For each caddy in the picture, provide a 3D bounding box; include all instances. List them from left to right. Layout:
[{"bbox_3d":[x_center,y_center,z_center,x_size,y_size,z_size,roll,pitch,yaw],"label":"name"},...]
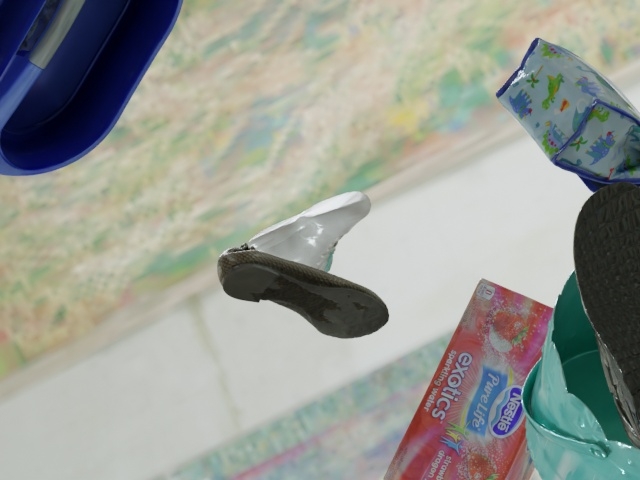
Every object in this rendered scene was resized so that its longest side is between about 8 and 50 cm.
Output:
[{"bbox_3d":[-0.293,-0.235,1.776,0.241,0.341,0.179,29,-178,-29],"label":"caddy"}]

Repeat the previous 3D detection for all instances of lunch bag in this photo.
[{"bbox_3d":[0.265,-0.115,1.663,0.151,0.096,0.129,16,-152,-37],"label":"lunch bag"}]

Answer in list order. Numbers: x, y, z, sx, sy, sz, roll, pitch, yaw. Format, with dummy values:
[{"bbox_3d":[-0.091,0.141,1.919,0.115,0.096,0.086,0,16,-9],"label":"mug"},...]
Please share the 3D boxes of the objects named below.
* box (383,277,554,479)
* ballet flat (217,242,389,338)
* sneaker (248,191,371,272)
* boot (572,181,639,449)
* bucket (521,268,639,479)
[{"bbox_3d":[0.223,0.225,2.224,0.154,0.300,0.142,24,168,21],"label":"box"},{"bbox_3d":[-0.020,0.056,2.008,0.250,0.084,0.058,19,-145,-35],"label":"ballet flat"},{"bbox_3d":[0.000,0.000,2.426,0.080,0.212,0.094,-37,-79,-52],"label":"sneaker"},{"bbox_3d":[0.255,0.073,1.437,0.161,0.083,0.246,-152,45,-85],"label":"boot"},{"bbox_3d":[0.337,0.152,1.686,0.183,0.281,0.281,104,149,-51],"label":"bucket"}]
